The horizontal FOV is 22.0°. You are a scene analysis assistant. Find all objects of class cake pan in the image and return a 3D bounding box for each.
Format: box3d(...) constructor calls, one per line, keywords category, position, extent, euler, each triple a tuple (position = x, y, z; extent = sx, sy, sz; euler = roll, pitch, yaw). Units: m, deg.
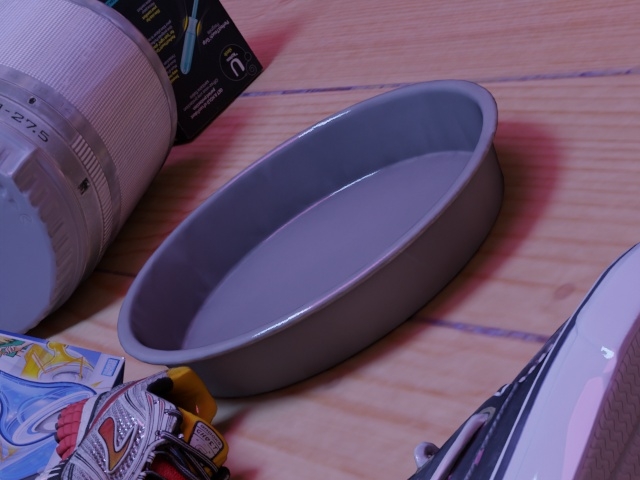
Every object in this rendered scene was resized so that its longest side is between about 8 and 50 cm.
box3d(category="cake pan", position=(0.000, 0.000, 1.093), extent=(0.293, 0.054, 0.293), euler=(-30, 22, 13))

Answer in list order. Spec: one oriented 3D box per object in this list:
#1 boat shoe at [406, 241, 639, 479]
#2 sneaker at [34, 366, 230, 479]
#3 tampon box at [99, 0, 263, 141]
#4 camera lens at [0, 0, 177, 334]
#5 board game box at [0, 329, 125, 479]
box3d(category="boat shoe", position=(0.075, 0.115, 0.646), extent=(0.119, 0.121, 0.335), euler=(-3, 39, 46))
box3d(category="sneaker", position=(-0.101, 0.132, 0.915), extent=(0.093, 0.088, 0.225), euler=(-30, 22, 9))
box3d(category="tampon box", position=(-0.160, -0.187, 1.574), extent=(0.101, 0.161, 0.120), euler=(-6, 33, 51))
box3d(category="camera lens", position=(-0.259, -0.072, 1.394), extent=(0.219, 0.219, 0.274), euler=(-22, 25, 30))
box3d(category="board game box", position=(-0.216, 0.130, 1.052), extent=(0.136, 0.035, 0.201), euler=(12, 32, 3))
